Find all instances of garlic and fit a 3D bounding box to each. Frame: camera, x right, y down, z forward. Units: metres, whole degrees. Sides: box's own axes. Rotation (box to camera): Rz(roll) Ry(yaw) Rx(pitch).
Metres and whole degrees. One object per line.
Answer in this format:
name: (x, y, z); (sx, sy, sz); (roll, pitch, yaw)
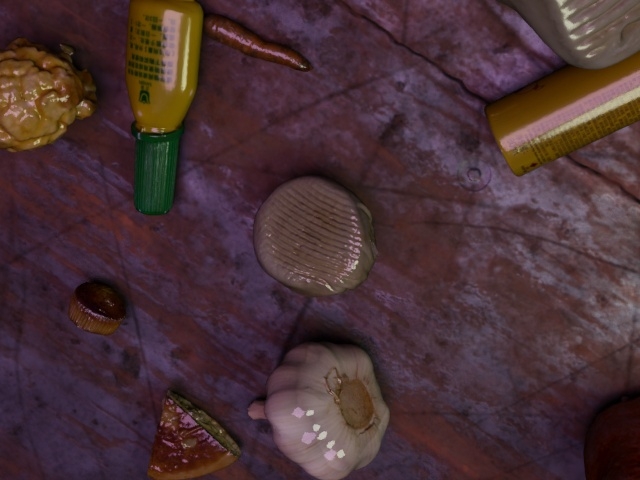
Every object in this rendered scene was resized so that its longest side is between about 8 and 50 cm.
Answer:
garlic: (-0.031, 0.246, 1.501); (0.226, 0.199, 0.199); (-17, 104, 41)

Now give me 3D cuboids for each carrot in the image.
carrot: (-0.086, -0.262, 1.423); (0.165, 0.035, 0.036); (25, 109, -1)

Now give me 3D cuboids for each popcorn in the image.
popcorn: (-0.388, -0.196, 1.423); (0.180, 0.180, 0.170); (29, 91, 1)

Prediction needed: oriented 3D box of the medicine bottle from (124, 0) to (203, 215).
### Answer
medicine bottle: (-0.221, -0.185, 1.444); (0.111, 0.076, 0.309); (18, 111, 28)

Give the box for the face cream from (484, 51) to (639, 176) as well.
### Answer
face cream: (0.383, -0.199, 1.322); (0.348, 0.105, 0.105); (-25, 100, 16)

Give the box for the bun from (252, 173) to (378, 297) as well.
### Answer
bun: (0.000, 0.000, 1.441); (0.166, 0.113, 0.173); (-36, 74, 12)

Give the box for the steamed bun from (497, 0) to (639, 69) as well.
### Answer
steamed bun: (0.284, -0.418, 1.201); (0.342, 0.255, 0.368); (-44, 125, 1)

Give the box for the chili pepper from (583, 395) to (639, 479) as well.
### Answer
chili pepper: (0.472, 0.334, 1.361); (0.251, 0.305, 0.229); (37, 106, 0)

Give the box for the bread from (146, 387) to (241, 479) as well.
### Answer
bread: (-0.184, 0.304, 1.592); (0.136, 0.054, 0.154); (15, 113, 7)

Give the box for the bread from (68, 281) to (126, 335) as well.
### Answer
bread: (-0.323, 0.096, 1.541); (0.085, 0.085, 0.053); (32, 115, -1)
